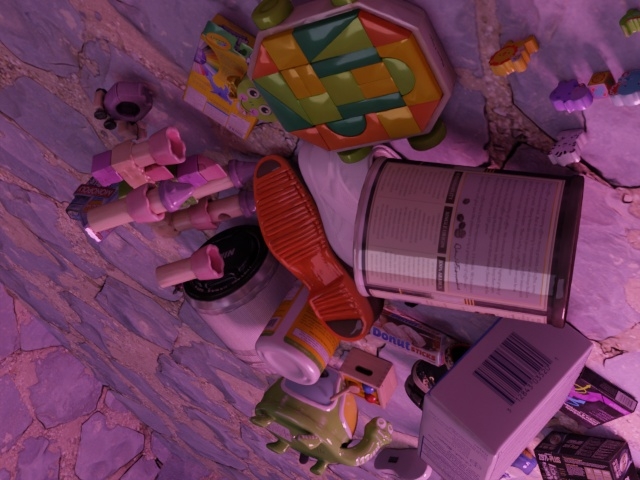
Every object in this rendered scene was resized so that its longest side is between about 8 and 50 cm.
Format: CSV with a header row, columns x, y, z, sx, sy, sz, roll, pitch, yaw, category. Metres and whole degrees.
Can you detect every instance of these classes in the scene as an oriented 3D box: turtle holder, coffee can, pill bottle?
x,y,z,sx,sy,sz,roll,pitch,yaw,category
-0.001,0.439,2.106,0.320,0.227,0.243,3,140,43,turtle holder
0.203,-0.002,1.129,0.275,0.202,0.202,8,146,18,coffee can
-0.008,0.140,1.601,0.136,0.246,0.136,26,153,14,pill bottle

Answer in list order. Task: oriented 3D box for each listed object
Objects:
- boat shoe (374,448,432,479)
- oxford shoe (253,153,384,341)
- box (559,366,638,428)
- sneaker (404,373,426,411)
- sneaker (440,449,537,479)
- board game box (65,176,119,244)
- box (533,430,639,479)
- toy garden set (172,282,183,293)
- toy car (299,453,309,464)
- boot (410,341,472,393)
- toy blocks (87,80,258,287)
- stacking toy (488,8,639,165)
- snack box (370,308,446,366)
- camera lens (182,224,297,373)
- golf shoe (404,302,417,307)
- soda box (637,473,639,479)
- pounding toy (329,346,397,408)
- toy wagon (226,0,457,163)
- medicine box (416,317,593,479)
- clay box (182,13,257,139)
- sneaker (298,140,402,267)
x,y,z,sx,sy,sz,roll,pitch,yaw,category
0.249,0.637,2.331,0.084,0.095,0.258,37,163,-17,boat shoe
0.000,0.000,1.502,0.130,0.132,0.364,-18,105,38,oxford shoe
0.498,0.298,1.557,0.116,0.029,0.162,32,154,2,box
0.300,0.382,1.831,0.267,0.101,0.106,29,155,8,sneaker
0.398,0.558,1.983,0.112,0.131,0.296,40,151,-9,sneaker
-0.460,-0.087,1.768,0.194,0.194,0.060,9,145,37,board game box
0.544,0.479,1.693,0.180,0.077,0.147,-6,109,50,box
-0.267,0.171,2.143,0.244,0.049,0.204,40,152,-12,toy garden set
-0.044,0.524,2.333,0.155,0.188,0.149,21,151,21,toy car
0.315,0.304,1.702,0.236,0.085,0.178,35,151,-1,boot
-0.233,-0.121,1.505,0.260,0.309,0.288,-17,147,15,toy blocks
0.323,-0.169,0.952,0.221,0.052,0.167,-3,137,48,stacking toy
0.175,0.192,1.677,0.178,0.022,0.064,20,116,41,snack box
-0.138,0.121,1.736,0.219,0.219,0.274,7,143,41,camera lens
0.188,0.052,1.416,0.077,0.094,0.198,28,151,12,golf shoe
0.633,0.519,1.740,0.169,0.060,0.053,-5,131,50,soda box
0.095,0.337,1.972,0.141,0.100,0.130,20,150,24,pounding toy
0.008,-0.216,1.142,0.344,0.068,0.267,-8,134,33,toy wagon
0.310,0.283,1.448,0.149,0.263,0.289,39,157,24,medicine box
-0.134,-0.257,1.294,0.127,0.053,0.222,33,152,-4,clay box
0.090,-0.042,1.349,0.169,0.108,0.292,12,145,41,sneaker
